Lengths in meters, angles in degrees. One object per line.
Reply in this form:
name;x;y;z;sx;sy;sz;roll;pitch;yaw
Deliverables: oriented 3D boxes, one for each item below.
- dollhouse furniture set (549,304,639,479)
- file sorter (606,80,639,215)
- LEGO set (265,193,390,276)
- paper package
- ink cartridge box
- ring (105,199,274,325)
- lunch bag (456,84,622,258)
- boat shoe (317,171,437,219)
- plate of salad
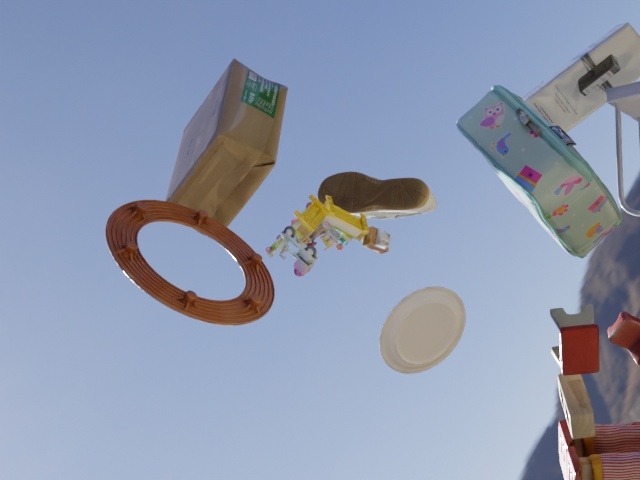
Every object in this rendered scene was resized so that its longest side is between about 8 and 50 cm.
dollhouse furniture set;0.525;0.298;1.807;0.152;0.201;0.374;-89;-10;-59
file sorter;0.513;-0.092;1.289;0.278;0.193;0.173;17;-110;-46
LEGO set;0.000;0.000;1.821;0.107;0.132;0.287;-45;-19;28
paper package;-0.231;-0.229;2.544;0.309;0.168;0.324;-47;24;37
ink cartridge box;0.586;-0.350;2.250;0.273;0.114;0.197;-37;2;13
ring;-0.229;0.028;1.871;0.032;0.336;0.336;-56;-17;27
lunch bag;0.324;-0.107;1.521;0.108;0.224;0.279;-41;-35;9
boat shoe;0.124;-0.086;2.241;0.096;0.277;0.098;34;-112;-54
plate of salad;0.203;0.178;2.070;0.200;0.048;0.199;-11;-62;-22
